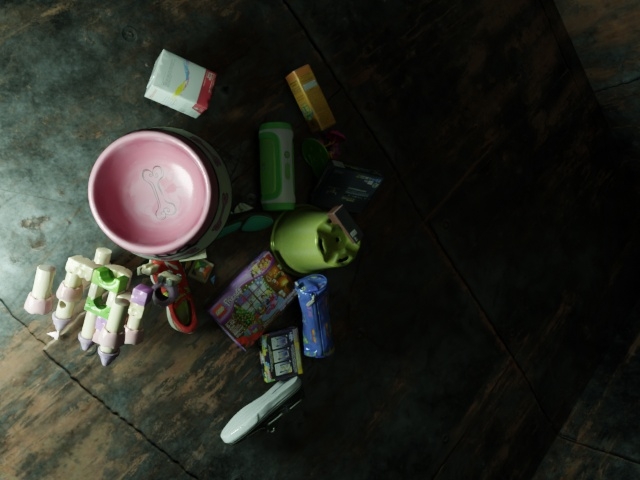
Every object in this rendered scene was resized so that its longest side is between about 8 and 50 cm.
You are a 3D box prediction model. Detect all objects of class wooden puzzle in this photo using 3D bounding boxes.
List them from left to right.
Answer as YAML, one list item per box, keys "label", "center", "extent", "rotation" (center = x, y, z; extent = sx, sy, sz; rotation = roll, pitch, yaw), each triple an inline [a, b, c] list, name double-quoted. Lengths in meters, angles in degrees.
- label: "wooden puzzle"
  center: [-0.398, 0.098, 1.601]
  extent: [0.116, 0.014, 0.078]
  rotation: [23, 79, -28]

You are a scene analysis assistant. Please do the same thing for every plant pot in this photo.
- label: "plant pot"
  center: [0.000, 0.000, 1.691]
  extent: [0.276, 0.254, 0.275]
  rotation: [0, 91, -30]

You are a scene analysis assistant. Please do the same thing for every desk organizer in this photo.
- label: "desk organizer"
  center: [0.081, -0.051, 1.562]
  extent: [0.047, 0.050, 0.130]
  rotation: [-45, 110, -23]

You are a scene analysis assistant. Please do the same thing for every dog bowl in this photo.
- label: "dog bowl"
  center: [-0.467, -0.135, 1.387]
  extent: [0.408, 0.150, 0.407]
  rotation: [0, 93, -2]

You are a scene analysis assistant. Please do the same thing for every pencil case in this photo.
- label: "pencil case"
  center: [-0.018, 0.273, 1.715]
  extent: [0.120, 0.133, 0.306]
  rotation: [-5, 110, 1]

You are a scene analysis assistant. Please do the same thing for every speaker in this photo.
- label: "speaker"
  center: [-0.151, -0.253, 1.673]
  extent: [0.131, 0.131, 0.296]
  rotation: [-3, 91, -30]

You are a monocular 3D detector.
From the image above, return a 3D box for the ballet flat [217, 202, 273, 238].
- label: "ballet flat"
  center: [-0.275, -0.077, 1.611]
  extent: [0.280, 0.095, 0.096]
  rotation: [-14, 65, -51]

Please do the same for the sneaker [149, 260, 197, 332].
- label: "sneaker"
  center: [-0.446, 0.161, 1.512]
  extent: [0.107, 0.118, 0.278]
  rotation: [-25, 102, -28]

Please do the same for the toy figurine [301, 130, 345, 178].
- label: "toy figurine"
  center: [0.034, -0.338, 1.805]
  extent: [0.159, 0.130, 0.173]
  rotation: [-42, 132, -33]

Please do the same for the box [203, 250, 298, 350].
- label: "box"
  center: [-0.228, 0.207, 1.672]
  extent: [0.293, 0.057, 0.201]
  rotation: [-47, 111, -22]

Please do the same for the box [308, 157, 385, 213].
- label: "box"
  center: [0.098, -0.199, 1.798]
  extent: [0.233, 0.183, 0.059]
  rotation: [9, 42, -30]

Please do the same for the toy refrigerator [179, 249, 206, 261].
- label: "toy refrigerator"
  center: [-0.427, -0.073, 1.524]
  extent: [0.094, 0.102, 0.269]
  rotation: [-7, 94, -16]

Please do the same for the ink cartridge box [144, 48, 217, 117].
- label: "ink cartridge box"
  center: [-0.439, -0.488, 1.510]
  extent: [0.176, 0.128, 0.127]
  rotation: [18, 81, -29]

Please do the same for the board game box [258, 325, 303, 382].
- label: "board game box"
  center: [-0.143, 0.403, 1.717]
  extent: [0.141, 0.048, 0.170]
  rotation: [-7, 89, -28]

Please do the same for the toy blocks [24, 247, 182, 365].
- label: "toy blocks"
  center: [-0.607, 0.203, 1.354]
  extent: [0.289, 0.309, 0.260]
  rotation: [22, 105, 7]

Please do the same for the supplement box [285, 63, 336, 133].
- label: "supplement box"
  center: [-0.035, -0.516, 1.772]
  extent: [0.080, 0.078, 0.233]
  rotation: [-36, 106, -25]

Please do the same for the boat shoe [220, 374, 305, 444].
- label: "boat shoe"
  center: [-0.180, 0.605, 1.663]
  extent: [0.335, 0.121, 0.119]
  rotation: [-31, 101, -28]
